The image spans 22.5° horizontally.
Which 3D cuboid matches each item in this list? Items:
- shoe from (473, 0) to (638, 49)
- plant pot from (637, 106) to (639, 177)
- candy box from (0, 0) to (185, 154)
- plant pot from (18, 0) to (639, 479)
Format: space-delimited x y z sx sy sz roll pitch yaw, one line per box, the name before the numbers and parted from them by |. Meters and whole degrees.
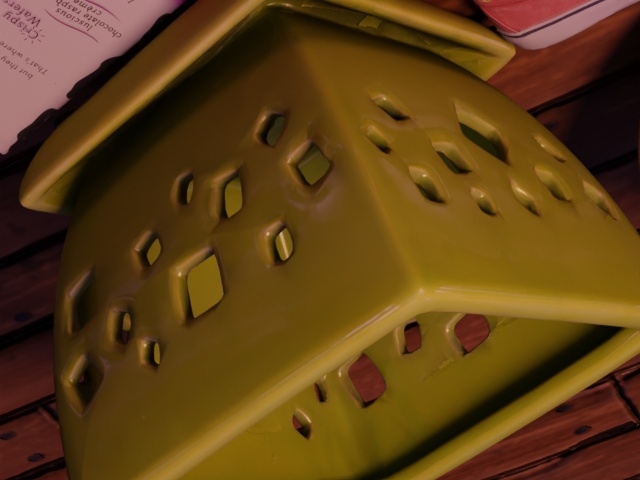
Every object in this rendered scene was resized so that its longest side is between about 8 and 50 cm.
shoe | 0.140 -0.159 0.762 0.178 0.064 0.081 -28 138 29
plant pot | 0.318 -0.044 0.820 0.230 0.215 0.215 15 136 -39
candy box | -0.133 -0.159 0.734 0.233 0.071 0.159 -35 130 28
plant pot | 0.000 0.000 0.787 0.227 0.207 0.228 -36 154 31
